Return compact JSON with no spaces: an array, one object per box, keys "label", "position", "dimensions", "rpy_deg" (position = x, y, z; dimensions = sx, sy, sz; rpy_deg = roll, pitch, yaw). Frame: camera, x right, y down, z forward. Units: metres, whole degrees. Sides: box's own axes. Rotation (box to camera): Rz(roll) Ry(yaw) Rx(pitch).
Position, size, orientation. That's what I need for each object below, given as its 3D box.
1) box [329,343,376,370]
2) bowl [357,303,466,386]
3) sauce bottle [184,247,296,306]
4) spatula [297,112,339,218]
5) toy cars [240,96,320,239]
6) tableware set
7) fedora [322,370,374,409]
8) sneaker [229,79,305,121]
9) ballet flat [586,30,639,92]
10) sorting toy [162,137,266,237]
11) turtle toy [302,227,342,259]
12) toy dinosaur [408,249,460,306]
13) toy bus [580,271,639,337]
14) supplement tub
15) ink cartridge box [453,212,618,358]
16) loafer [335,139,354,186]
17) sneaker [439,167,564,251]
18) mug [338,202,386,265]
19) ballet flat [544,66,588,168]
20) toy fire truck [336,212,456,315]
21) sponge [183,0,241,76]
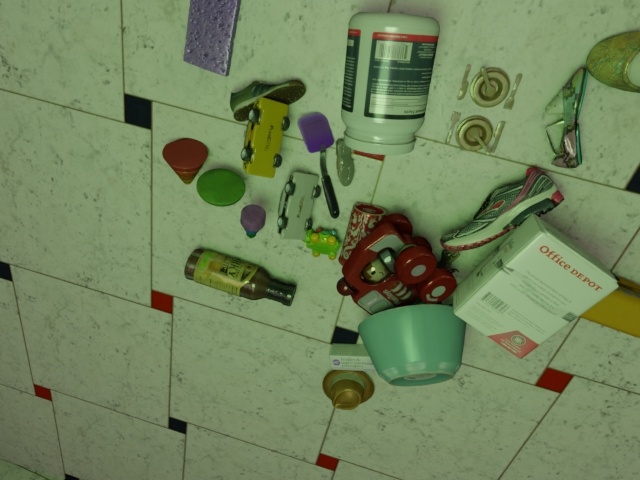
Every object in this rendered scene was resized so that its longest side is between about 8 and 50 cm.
[{"label":"box","position":[0.192,0.385,1.339],"dimensions":[0.324,0.067,0.063],"rpy_deg":[-3,116,13]},{"label":"bowl","position":[0.266,0.308,1.141],"dimensions":[0.312,0.163,0.311],"rpy_deg":[-3,149,-2]},{"label":"sauce bottle","position":[-0.246,0.121,1.281],"dimensions":[0.345,0.111,0.111],"rpy_deg":[17,119,2]},{"label":"spatula","position":[0.012,-0.191,1.098],"dimensions":[0.084,0.030,0.296],"rpy_deg":[-25,121,-18]},{"label":"toy cars","position":[-0.111,-0.179,1.081],"dimensions":[0.176,0.087,0.393],"rpy_deg":[-38,125,-19]},{"label":"tableware set","position":[0.381,-0.300,0.958],"dimensions":[0.128,0.039,0.194],"rpy_deg":[13,119,6]},{"label":"fedora","position":[0.092,0.535,1.429],"dimensions":[0.194,0.079,0.194],"rpy_deg":[6,118,11]},{"label":"sneaker","position":[-0.141,-0.374,1.024],"dimensions":[0.192,0.086,0.064],"rpy_deg":[-23,155,-1]},{"label":"ballet flat","position":[0.732,-0.338,0.816],"dimensions":[0.349,0.123,0.123],"rpy_deg":[16,119,5]},{"label":"sorting toy","position":[-0.293,-0.129,1.134],"dimensions":[0.365,0.127,0.126],"rpy_deg":[41,145,15]},{"label":"turtle toy","position":[0.000,0.000,1.183],"dimensions":[0.130,0.066,0.095],"rpy_deg":[10,142,10]},{"label":"toy dinosaur","position":[0.347,0.136,1.179],"dimensions":[0.118,0.064,0.268],"rpy_deg":[35,120,11]},{"label":"toy bus","position":[0.671,0.128,1.059],"dimensions":[0.333,0.130,0.108],"rpy_deg":[20,119,2]},{"label":"supplement tub","position":[0.146,-0.345,0.903],"dimensions":[0.191,0.191,0.272],"rpy_deg":[9,118,8]},{"label":"ink cartridge box","position":[0.486,0.112,0.958],"dimensions":[0.207,0.117,0.283],"rpy_deg":[35,120,-1]},{"label":"loafer","position":[0.061,-0.208,1.086],"dimensions":[0.045,0.039,0.125],"rpy_deg":[-16,120,-16]},{"label":"sneaker","position":[0.439,-0.064,1.031],"dimensions":[0.299,0.121,0.112],"rpy_deg":[-31,74,16]},{"label":"mug","position":[0.134,-0.013,1.141],"dimensions":[0.150,0.113,0.169],"rpy_deg":[-8,119,-33]},{"label":"ballet flat","position":[0.552,-0.269,0.923],"dimensions":[0.079,0.077,0.221],"rpy_deg":[5,120,33]},{"label":"toy fire truck","position":[0.181,0.091,1.064],"dimensions":[0.254,0.169,0.302],"rpy_deg":[-39,132,14]},{"label":"sponge","position":[-0.264,-0.526,0.996],"dimensions":[0.117,0.031,0.210],"rpy_deg":[20,119,2]}]
